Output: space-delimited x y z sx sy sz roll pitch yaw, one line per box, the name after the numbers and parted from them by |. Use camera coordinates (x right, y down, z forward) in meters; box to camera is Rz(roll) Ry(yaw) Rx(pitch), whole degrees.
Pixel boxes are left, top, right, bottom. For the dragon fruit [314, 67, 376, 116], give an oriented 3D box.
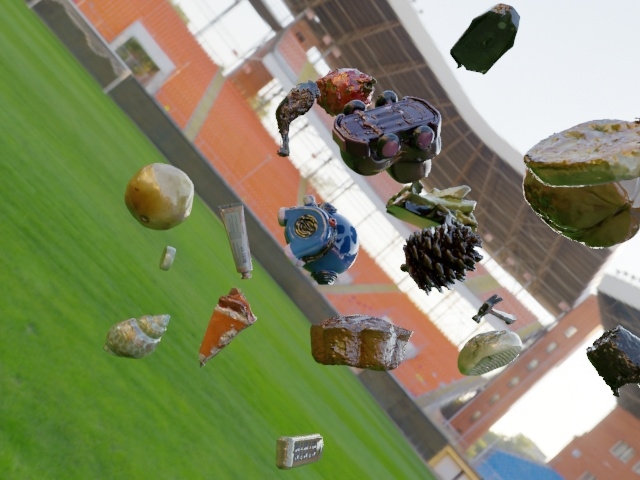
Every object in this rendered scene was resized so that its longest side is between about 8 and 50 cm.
0.109 -0.572 2.567 0.268 0.205 0.209 -7 -75 43 | dragon fruit

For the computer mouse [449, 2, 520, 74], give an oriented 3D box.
0.427 -0.522 1.711 0.126 0.071 0.231 28 -35 -7 | computer mouse

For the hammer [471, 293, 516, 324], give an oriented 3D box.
0.589 0.244 2.194 0.033 0.111 0.288 43 11 34 | hammer

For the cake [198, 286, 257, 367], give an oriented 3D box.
-0.305 0.299 2.133 0.135 0.287 0.098 29 15 3 | cake

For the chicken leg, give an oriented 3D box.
-0.088 -0.380 2.035 0.106 0.253 0.051 24 5 -10 | chicken leg

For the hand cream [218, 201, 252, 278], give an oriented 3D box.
-0.225 0.003 1.805 0.043 0.067 0.209 -72 153 -77 | hand cream

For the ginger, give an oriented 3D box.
0.426 -0.141 2.445 0.359 0.211 0.413 24 -3 19 | ginger

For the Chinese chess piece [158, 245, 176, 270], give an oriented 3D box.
-0.508 0.060 2.202 0.034 0.084 0.084 21 7 -20 | Chinese chess piece

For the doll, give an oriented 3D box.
0.000 0.000 2.229 0.310 0.240 0.284 47 42 -65 | doll

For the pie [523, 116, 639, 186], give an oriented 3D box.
0.640 -0.208 1.559 0.092 0.315 0.315 69 -11 -23 | pie

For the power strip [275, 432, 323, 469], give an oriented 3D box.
-0.055 0.642 2.033 0.387 0.066 0.092 45 46 -71 | power strip

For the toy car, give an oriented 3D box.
0.207 -0.292 2.041 0.271 0.341 0.240 -122 -158 -46 | toy car

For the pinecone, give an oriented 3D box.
0.379 0.054 2.073 0.224 0.273 0.224 56 22 -36 | pinecone

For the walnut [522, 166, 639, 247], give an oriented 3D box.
0.808 -0.156 2.007 0.354 0.308 0.398 39 4 -26 | walnut

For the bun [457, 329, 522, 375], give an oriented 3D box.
0.562 0.368 2.227 0.210 0.237 0.116 20 44 -49 | bun

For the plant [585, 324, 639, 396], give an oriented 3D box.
0.784 0.322 1.682 0.203 0.142 0.131 49 -42 16 | plant

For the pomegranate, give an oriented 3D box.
-0.516 -0.140 2.120 0.233 0.233 0.233 49 -4 4 | pomegranate

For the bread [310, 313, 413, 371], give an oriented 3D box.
0.087 0.253 1.668 0.247 0.135 0.232 -1 -11 38 | bread

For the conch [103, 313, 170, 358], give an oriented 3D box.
-0.467 0.239 1.649 0.173 0.105 0.116 1 7 37 | conch
